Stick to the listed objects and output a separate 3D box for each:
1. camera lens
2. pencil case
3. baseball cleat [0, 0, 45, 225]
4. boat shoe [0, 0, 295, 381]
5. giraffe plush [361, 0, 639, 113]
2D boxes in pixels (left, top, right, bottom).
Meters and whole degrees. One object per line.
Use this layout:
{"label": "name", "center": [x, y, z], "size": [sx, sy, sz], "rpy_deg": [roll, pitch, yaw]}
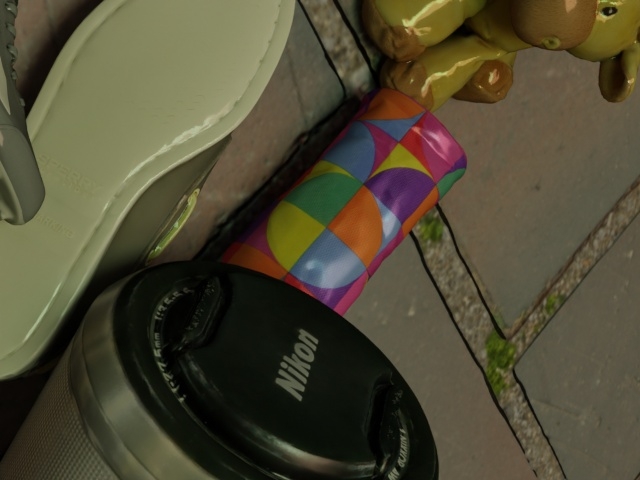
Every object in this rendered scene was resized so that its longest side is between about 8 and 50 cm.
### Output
{"label": "camera lens", "center": [-0.080, 0.166, 0.686], "size": [0.219, 0.219, 0.274], "rpy_deg": [7, 127, -44]}
{"label": "pencil case", "center": [0.000, 0.000, 0.837], "size": [0.236, 0.104, 0.104], "rpy_deg": [-47, 132, -17]}
{"label": "baseball cleat", "center": [-0.174, -0.115, 0.617], "size": [0.109, 0.072, 0.206], "rpy_deg": [-33, 109, -31]}
{"label": "boat shoe", "center": [-0.121, -0.046, 0.703], "size": [0.305, 0.109, 0.091], "rpy_deg": [-55, 174, -13]}
{"label": "giraffe plush", "center": [0.157, -0.173, 0.858], "size": [0.210, 0.170, 0.181], "rpy_deg": [-34, 126, -29]}
